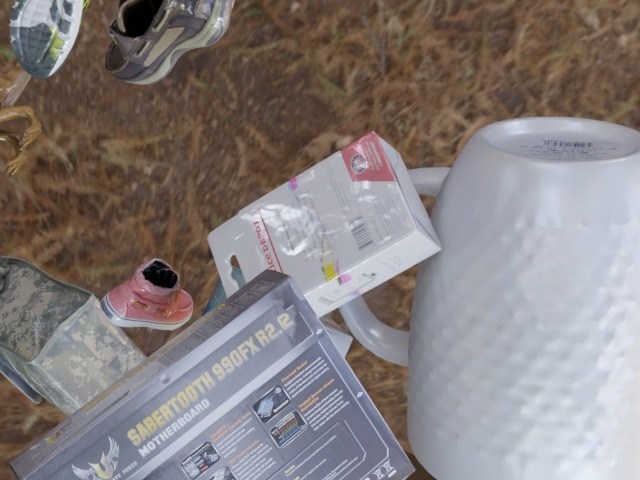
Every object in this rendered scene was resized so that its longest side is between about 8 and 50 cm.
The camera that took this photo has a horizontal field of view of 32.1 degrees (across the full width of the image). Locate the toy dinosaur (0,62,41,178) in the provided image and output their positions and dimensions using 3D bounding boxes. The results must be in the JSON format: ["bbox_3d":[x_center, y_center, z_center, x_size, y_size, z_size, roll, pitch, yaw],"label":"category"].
[{"bbox_3d":[-0.312,-0.128,1.060,0.112,0.064,0.211,42,61,5],"label":"toy dinosaur"}]

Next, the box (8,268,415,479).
[{"bbox_3d":[-0.071,0.161,0.789,0.231,0.056,0.183,-38,106,-17],"label":"box"}]

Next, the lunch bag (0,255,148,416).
[{"bbox_3d":[-0.441,0.163,1.802,0.169,0.287,0.235,-50,137,-21],"label":"lunch bag"}]

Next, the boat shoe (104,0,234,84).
[{"bbox_3d":[-0.272,-0.357,1.796,0.130,0.355,0.132,20,66,-32],"label":"boat shoe"}]

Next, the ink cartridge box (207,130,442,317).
[{"bbox_3d":[0.000,0.000,1.056,0.198,0.067,0.115,-29,63,17],"label":"ink cartridge box"}]

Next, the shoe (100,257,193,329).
[{"bbox_3d":[-0.206,0.071,1.470,0.081,0.178,0.063,-41,70,21],"label":"shoe"}]

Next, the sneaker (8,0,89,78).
[{"bbox_3d":[-0.105,-0.108,0.471,0.031,0.035,0.083,24,106,17],"label":"sneaker"}]

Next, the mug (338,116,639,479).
[{"bbox_3d":[0.184,0.048,1.120,0.374,0.276,0.328,10,113,24],"label":"mug"}]

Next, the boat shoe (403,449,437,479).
[{"bbox_3d":[0.156,0.429,1.756,0.341,0.121,0.110,23,117,26],"label":"boat shoe"}]

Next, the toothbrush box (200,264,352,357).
[{"bbox_3d":[-0.086,0.163,1.322,0.126,0.295,0.216,23,92,-14],"label":"toothbrush box"}]
